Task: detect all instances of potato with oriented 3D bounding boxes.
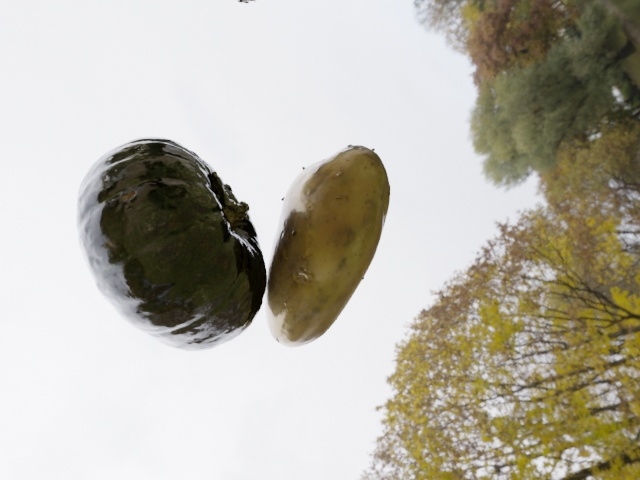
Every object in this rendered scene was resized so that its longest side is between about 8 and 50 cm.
[{"bbox_3d":[0.000,0.000,0.568,0.128,0.234,0.161,22,-164,4],"label":"potato"}]

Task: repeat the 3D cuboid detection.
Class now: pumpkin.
[{"bbox_3d":[-0.140,0.003,0.499,0.223,0.157,0.223,60,-177,-6],"label":"pumpkin"}]

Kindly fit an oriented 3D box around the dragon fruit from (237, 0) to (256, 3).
[{"bbox_3d":[-0.177,-0.527,0.897,0.268,0.130,0.295,19,-158,36],"label":"dragon fruit"}]
